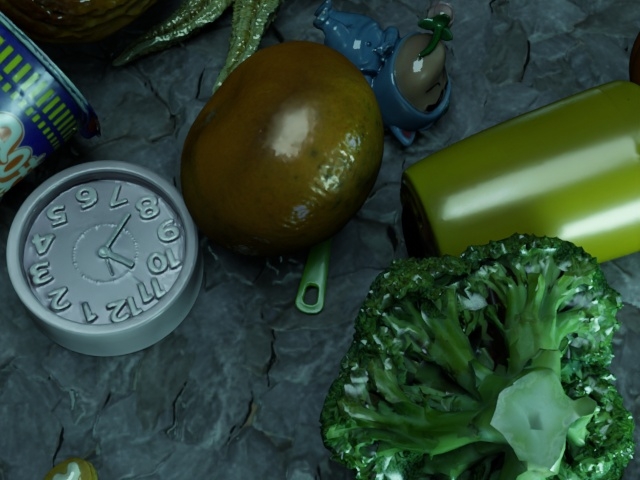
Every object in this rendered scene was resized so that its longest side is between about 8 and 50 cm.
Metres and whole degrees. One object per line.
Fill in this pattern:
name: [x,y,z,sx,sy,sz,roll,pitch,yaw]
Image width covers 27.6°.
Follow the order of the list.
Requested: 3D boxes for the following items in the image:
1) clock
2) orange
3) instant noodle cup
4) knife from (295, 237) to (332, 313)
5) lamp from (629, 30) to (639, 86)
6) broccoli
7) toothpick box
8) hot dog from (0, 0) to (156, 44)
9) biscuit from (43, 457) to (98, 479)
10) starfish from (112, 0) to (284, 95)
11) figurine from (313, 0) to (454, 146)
clock: [-0.222,0.018,1.356,0.197,0.068,0.196,0,67,-1]
orange: [-0.035,-0.087,1.312,0.171,0.240,0.240,36,67,-20]
instant noodle cup: [-0.430,-0.098,1.316,0.284,0.284,0.312,39,79,15]
knife: [0.000,-0.001,1.391,0.078,0.022,0.166,9,66,9]
lamp: [0.426,-0.157,1.363,0.223,0.223,0.196,48,119,18]
broccoli: [0.161,0.138,1.196,0.308,0.275,0.307,1,84,-10]
toothpick box: [0.217,-0.045,1.330,0.271,0.175,0.175,-19,68,-5]
hot dog: [-0.274,-0.387,1.422,0.267,0.174,0.387,33,39,-31]
biscuit: [-0.193,0.314,1.246,0.240,0.035,0.158,29,72,12]
starfish: [-0.094,-0.316,1.492,0.358,0.078,0.347,-35,56,5]
figurine: [0.076,-0.198,1.396,0.178,0.144,0.114,39,39,-11]
